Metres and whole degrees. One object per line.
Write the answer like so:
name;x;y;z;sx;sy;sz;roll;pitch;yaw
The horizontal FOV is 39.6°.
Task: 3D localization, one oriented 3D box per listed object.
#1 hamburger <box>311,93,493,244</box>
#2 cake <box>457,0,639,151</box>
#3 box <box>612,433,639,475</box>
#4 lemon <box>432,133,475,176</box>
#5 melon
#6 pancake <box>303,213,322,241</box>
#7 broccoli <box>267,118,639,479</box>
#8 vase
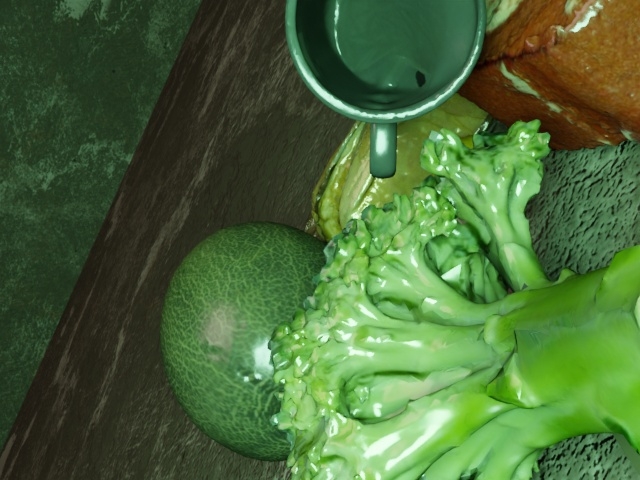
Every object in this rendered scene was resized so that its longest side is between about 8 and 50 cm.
hamburger;0.078;-0.089;1.013;0.262;0.131;0.124;-58;24;8
cake;0.226;-0.186;0.756;0.177;0.151;0.283;-60;14;-6
box;0.238;0.108;0.604;0.091;0.031;0.126;-58;24;20
lemon;0.148;-0.068;0.922;0.092;0.065;0.065;-64;23;-7
melon;-0.058;0.103;0.985;0.237;0.237;0.302;-60;26;14
pancake;0.000;0.000;1.227;0.139;0.022;0.139;-47;29;37
broccoli;0.116;0.120;0.610;0.397;0.274;0.353;-144;50;-59
vase;0.059;-0.190;0.818;0.301;0.156;0.251;-76;-14;-74
